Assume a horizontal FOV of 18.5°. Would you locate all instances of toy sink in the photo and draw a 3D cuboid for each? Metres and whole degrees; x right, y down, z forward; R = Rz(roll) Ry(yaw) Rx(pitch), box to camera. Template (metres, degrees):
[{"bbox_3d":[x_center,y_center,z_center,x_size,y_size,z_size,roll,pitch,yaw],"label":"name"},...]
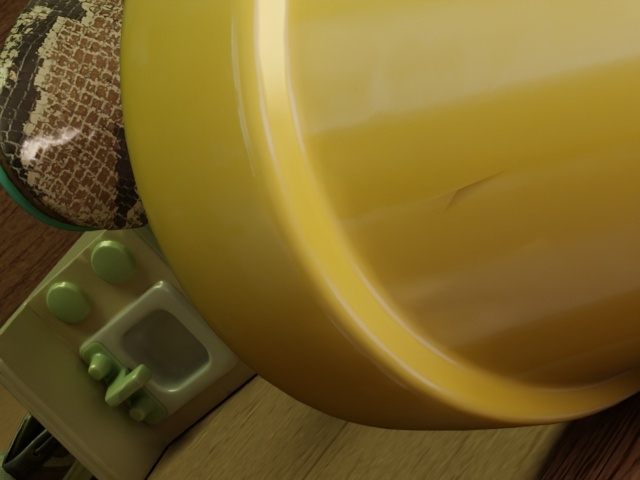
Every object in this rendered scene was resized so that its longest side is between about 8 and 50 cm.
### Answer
[{"bbox_3d":[-0.116,0.047,1.454,0.131,0.153,0.234,-40,9,33],"label":"toy sink"}]

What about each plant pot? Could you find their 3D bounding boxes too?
[{"bbox_3d":[0.100,-0.064,0.656,0.239,0.254,0.254,-7,35,51],"label":"plant pot"}]

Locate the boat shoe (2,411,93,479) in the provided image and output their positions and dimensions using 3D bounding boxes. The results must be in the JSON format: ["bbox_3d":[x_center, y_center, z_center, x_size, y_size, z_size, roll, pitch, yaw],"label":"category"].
[{"bbox_3d":[-0.188,0.104,1.595,0.080,0.073,0.223,24,89,58],"label":"boat shoe"}]

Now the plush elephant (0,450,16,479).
[{"bbox_3d":[-0.430,0.244,1.633,0.330,0.255,0.272,-46,2,10],"label":"plush elephant"}]

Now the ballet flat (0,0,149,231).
[{"bbox_3d":[-0.034,-0.141,1.216,0.182,0.164,0.483,-30,3,24],"label":"ballet flat"}]
